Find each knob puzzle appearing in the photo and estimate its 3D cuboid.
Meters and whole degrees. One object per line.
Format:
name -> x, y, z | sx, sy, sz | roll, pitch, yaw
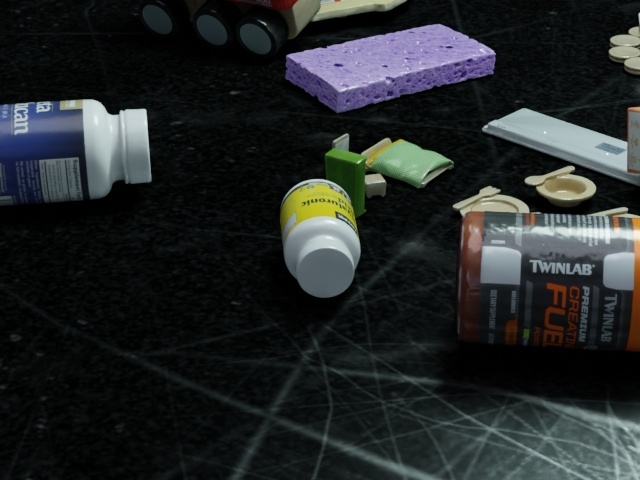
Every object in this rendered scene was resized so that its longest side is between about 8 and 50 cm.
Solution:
knob puzzle -> 0.037, -0.313, 1.918 | 0.213, 0.030, 0.213 | -1, 27, 1

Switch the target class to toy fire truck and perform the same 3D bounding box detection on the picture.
toy fire truck -> -0.132, -0.339, 1.728 | 0.217, 0.246, 0.158 | 15, 48, 28

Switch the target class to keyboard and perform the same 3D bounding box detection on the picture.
keyboard -> 0.280, -0.086, 1.497 | 0.256, 0.014, 0.072 | 24, 31, 39

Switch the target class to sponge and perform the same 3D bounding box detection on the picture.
sponge -> 0.078, -0.195, 1.690 | 0.210, 0.031, 0.117 | -16, 31, -27

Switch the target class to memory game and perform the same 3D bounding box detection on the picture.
memory game -> 0.421, -0.214, 1.737 | 0.186, 0.012, 0.186 | -1, 28, 1

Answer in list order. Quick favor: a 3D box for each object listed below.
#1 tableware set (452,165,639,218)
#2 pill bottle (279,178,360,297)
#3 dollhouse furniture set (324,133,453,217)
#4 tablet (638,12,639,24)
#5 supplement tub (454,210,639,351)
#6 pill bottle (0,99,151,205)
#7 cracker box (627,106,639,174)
tableware set -> 0.213, -0.022, 1.365 | 0.141, 0.020, 0.169 | -15, 31, -25
pill bottle -> 0.000, 0.000, 1.279 | 0.065, 0.065, 0.116 | -3, 28, -3
dollhouse furniture set -> 0.058, -0.079, 1.436 | 0.076, 0.058, 0.152 | 18, 33, 32
tablet -> 0.404, -0.253, 1.791 | 0.054, 0.006, 0.083 | 3, 28, 8
supplement tub -> 0.203, 0.032, 1.169 | 0.198, 0.106, 0.106 | 2, 28, 7
pill bottle -> -0.245, -0.083, 1.414 | 0.169, 0.094, 0.094 | -4, 28, -7
cracker box -> 0.405, -0.085, 1.352 | 0.156, 0.067, 0.232 | -7, 13, -26
